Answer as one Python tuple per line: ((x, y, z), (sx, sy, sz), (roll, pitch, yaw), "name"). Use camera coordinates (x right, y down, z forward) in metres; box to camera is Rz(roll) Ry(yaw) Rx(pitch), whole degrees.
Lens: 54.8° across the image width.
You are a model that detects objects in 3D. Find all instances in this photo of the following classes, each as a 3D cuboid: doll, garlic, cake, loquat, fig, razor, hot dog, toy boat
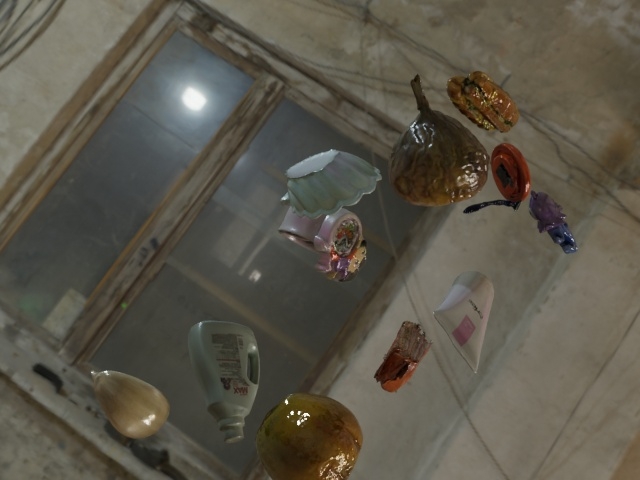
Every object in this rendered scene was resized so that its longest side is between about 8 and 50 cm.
((0.515, -0.037, 1.363), (0.206, 0.067, 0.110), (46, 33, -23), "doll")
((-0.517, 0.443, 1.690), (0.245, 0.145, 0.164), (50, -16, -29), "garlic")
((0.223, 0.306, 1.658), (0.098, 0.135, 0.287), (30, 27, 15), "cake")
((-0.034, 0.546, 1.666), (0.283, 0.276, 0.276), (29, -9, 20), "loquat")
((0.314, -0.278, 1.689), (0.286, 0.286, 0.369), (27, -38, 47), "fig")
((0.447, -0.090, 1.624), (0.044, 0.154, 0.028), (89, -7, -56), "razor")
((0.372, -0.304, 1.381), (0.115, 0.072, 0.269), (-14, -19, 35), "hot dog")
((0.006, -0.138, 1.427), (0.290, 0.199, 0.100), (-3, -55, 52), "toy boat")

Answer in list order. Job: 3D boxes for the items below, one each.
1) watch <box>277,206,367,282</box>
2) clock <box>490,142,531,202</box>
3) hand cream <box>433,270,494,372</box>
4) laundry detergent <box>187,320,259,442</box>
((0.000, 0.000, 1.796), (0.231, 0.196, 0.244), (16, -12, 39), "watch")
((0.620, -0.220, 2.031), (0.205, 0.051, 0.205), (163, -90, -81), "clock")
((0.391, 0.194, 1.663), (0.186, 0.118, 0.358), (56, 28, -5), "hand cream")
((-0.307, 0.479, 2.099), (0.263, 0.124, 0.398), (14, 49, -40), "laundry detergent")
